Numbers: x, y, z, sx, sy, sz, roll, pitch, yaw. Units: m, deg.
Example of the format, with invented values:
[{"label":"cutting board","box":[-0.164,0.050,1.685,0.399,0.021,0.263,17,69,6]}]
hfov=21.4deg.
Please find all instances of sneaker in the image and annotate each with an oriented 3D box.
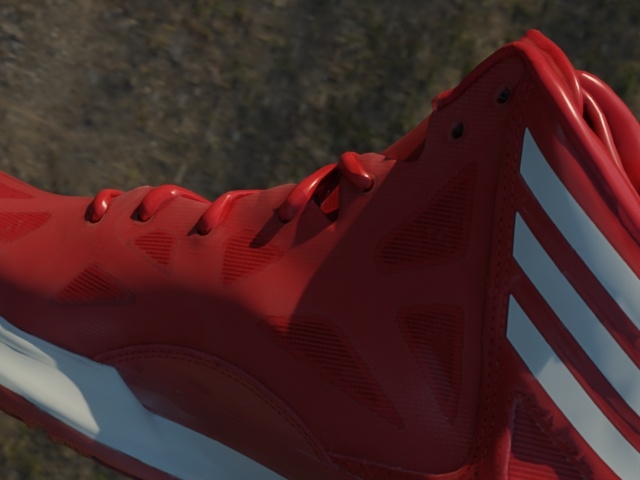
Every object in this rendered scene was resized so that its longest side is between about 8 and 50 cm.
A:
[{"label":"sneaker","box":[0.000,0.000,0.388,0.087,0.221,0.128,3,114,-66]}]
